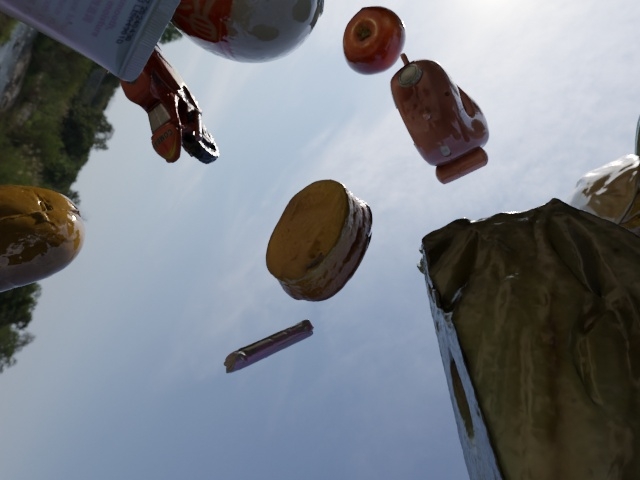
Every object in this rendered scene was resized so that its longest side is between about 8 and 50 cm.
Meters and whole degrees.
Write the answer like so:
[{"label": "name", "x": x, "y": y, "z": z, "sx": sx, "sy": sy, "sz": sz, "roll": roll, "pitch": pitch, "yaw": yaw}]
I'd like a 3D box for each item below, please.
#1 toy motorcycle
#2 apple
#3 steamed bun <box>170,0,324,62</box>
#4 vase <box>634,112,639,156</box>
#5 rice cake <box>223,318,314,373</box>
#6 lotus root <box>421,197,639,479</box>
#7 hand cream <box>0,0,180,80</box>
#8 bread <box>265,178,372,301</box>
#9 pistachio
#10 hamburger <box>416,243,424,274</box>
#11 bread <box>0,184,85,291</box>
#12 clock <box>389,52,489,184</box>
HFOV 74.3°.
[{"label": "toy motorcycle", "x": -0.289, "y": -0.263, "z": 0.752, "sx": 0.089, "sy": 0.171, "sz": 0.298, "roll": -31, "pitch": -93, "yaw": 12}, {"label": "apple", "x": 0.129, "y": -0.490, "z": 1.038, "sx": 0.164, "sy": 0.139, "sz": 0.163, "roll": 5, "pitch": -78, "yaw": 23}, {"label": "steamed bun", "x": -0.180, "y": -0.472, "z": 0.726, "sx": 0.241, "sy": 0.374, "sz": 0.374, "roll": -40, "pitch": -145, "yaw": -5}, {"label": "vase", "x": 0.669, "y": -0.162, "z": 0.807, "sx": 0.128, "sy": 0.128, "sz": 0.247, "roll": 37, "pitch": -42, "yaw": 55}, {"label": "rice cake", "x": -0.121, "y": 0.260, "z": 1.056, "sx": 0.049, "sy": 0.270, "sz": 0.055, "roll": 46, "pitch": -50, "yaw": 28}, {"label": "lotus root", "x": 0.192, "y": 0.112, "z": 0.352, "sx": 0.210, "sy": 0.141, "sz": 0.314, "roll": -9, "pitch": -139, "yaw": 23}, {"label": "hand cream", "x": -0.278, "y": -0.270, "z": 0.321, "sx": 0.185, "sy": 0.359, "sz": 0.118, "roll": -45, "pitch": -126, "yaw": 26}, {"label": "bread", "x": 0.000, "y": 0.000, "z": 0.907, "sx": 0.196, "sy": 0.143, "sz": 0.269, "roll": 7, "pitch": -115, "yaw": 38}, {"label": "pistachio", "x": 0.489, "y": -0.061, "z": 0.676, "sx": 0.158, "sy": 0.229, "sz": 0.157, "roll": 1, "pitch": -88, "yaw": 16}, {"label": "hamburger", "x": 0.176, "y": 0.010, "z": 0.540, "sx": 0.121, "sy": 0.054, "sz": 0.084, "roll": -17, "pitch": -164, "yaw": -1}, {"label": "bread", "x": -0.338, "y": -0.003, "z": 0.440, "sx": 0.078, "sy": 0.189, "sz": 0.114, "roll": -25, "pitch": -87, "yaw": 37}, {"label": "clock", "x": 0.242, "y": -0.272, "z": 0.871, "sx": 0.142, "sy": 0.241, "sz": 0.227, "roll": -27, "pitch": -129, "yaw": 27}]
